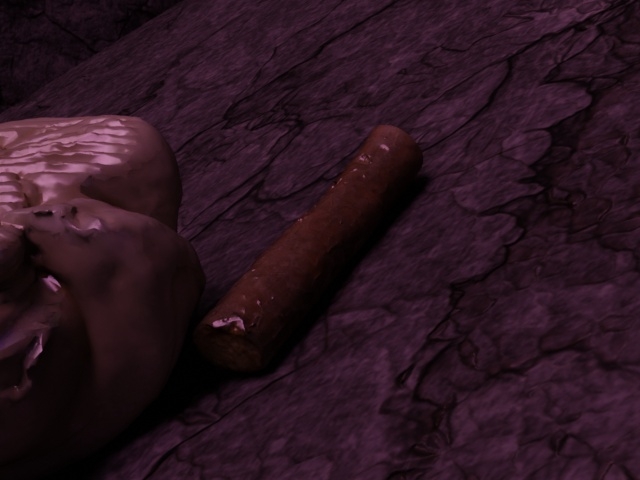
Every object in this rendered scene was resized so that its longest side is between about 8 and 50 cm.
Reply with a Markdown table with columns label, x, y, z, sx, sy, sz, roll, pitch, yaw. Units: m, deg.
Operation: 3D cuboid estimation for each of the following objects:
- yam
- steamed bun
| label | x | y | z | sx | sy | sz | roll | pitch | yaw |
| --- | --- | --- | --- | --- | --- | --- | --- | --- | --- |
| yam | 0.000 | 0.000 | 1.158 | 0.066 | 0.066 | 0.300 | -11 | 28 | 42 |
| steamed bun | -0.258 | 0.059 | 1.142 | 0.339 | 0.247 | 0.352 | -16 | 26 | -8 |
